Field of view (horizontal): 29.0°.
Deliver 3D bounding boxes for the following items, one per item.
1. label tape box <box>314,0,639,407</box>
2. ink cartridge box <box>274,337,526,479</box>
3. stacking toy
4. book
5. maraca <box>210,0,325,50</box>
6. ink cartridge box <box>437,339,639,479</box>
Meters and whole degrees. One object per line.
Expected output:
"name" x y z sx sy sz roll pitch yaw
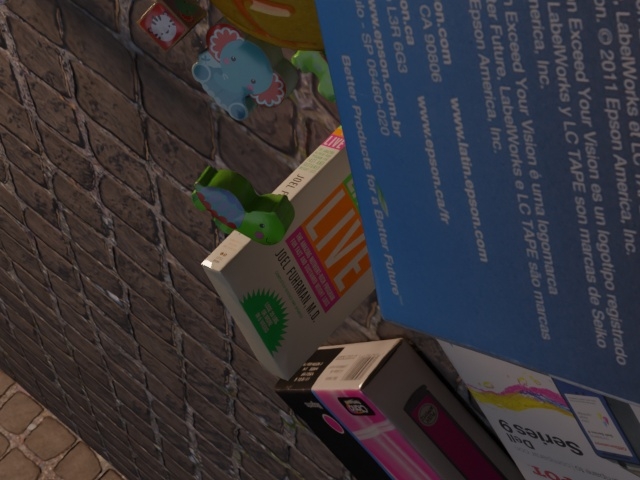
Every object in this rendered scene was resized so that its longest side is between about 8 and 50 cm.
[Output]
"label tape box" 0.145 -0.069 0.350 0.347 0.115 0.249 14 124 47
"ink cartridge box" 0.129 0.235 1.052 0.371 0.069 0.176 46 157 -12
"stacking toy" -0.063 -0.118 0.634 0.221 0.167 0.052 46 128 -11
"book" 0.000 0.000 0.746 0.035 0.144 0.096 21 149 43
"maraca" -0.016 -0.148 0.590 0.127 0.099 0.186 54 -178 -16
"ink cartridge box" 0.149 0.052 0.660 0.154 0.093 0.212 11 143 51
